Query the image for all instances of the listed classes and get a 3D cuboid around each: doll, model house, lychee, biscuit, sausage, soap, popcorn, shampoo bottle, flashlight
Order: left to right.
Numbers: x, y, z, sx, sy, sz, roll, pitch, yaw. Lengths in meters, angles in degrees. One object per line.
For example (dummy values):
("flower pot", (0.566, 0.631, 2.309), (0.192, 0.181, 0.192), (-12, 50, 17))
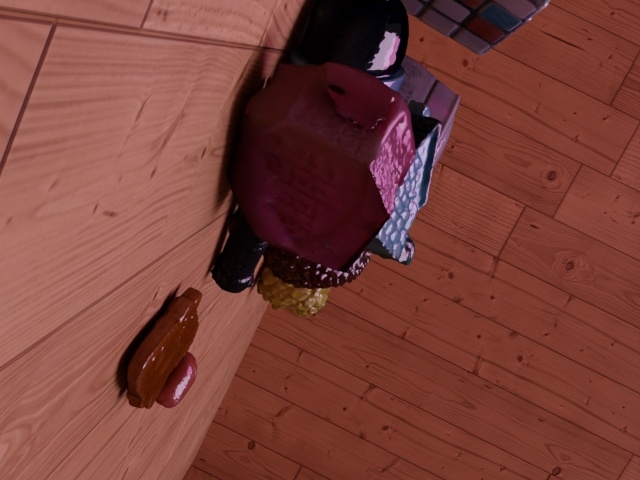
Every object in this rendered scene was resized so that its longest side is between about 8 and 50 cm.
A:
("biscuit", (-0.213, 0.148, 1.118), (0.280, 0.043, 0.183), (2, 111, -83))
("sausage", (-0.228, 0.216, 1.309), (0.059, 0.054, 0.094), (-7, -138, 42))
("flashlight", (-0.111, -0.009, 1.294), (0.232, 0.093, 0.093), (-58, -177, 43))
("popcorn", (-0.066, 0.087, 2.384), (0.237, 0.205, 0.252), (83, 19, -61))
("lychee", (0.000, 0.000, 1.981), (0.268, 0.267, 0.267), (-64, 179, -3))
("soap", (0.002, -0.091, 1.046), (0.325, 0.220, 0.127), (122, -11, -61))
("model house", (0.057, -0.124, 1.366), (0.226, 0.261, 0.241), (31, 83, -59))
("doll", (0.046, -0.271, 1.094), (0.177, 0.141, 0.314), (-14, 127, -45))
("shampoo bottle", (0.103, -0.214, 1.553), (0.273, 0.266, 0.273), (-62, 178, -3))

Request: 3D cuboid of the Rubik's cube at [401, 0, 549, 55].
("Rubik's cube", (0.228, -0.462, 1.210), (0.256, 0.258, 0.253), (-62, -173, -9))
